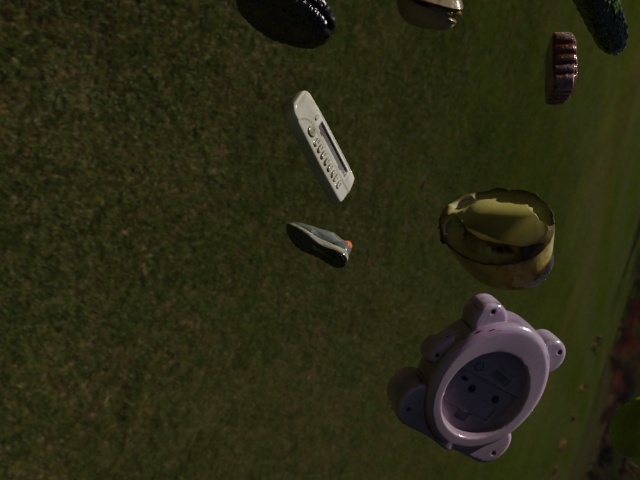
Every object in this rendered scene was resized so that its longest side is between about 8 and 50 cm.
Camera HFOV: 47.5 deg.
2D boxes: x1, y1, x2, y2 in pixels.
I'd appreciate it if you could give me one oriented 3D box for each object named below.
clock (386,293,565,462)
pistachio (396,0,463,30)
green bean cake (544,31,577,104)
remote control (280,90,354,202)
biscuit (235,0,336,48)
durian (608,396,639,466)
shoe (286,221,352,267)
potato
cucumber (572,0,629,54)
[{"bbox_3d":[0.333,0.288,1.525,0.322,0.296,0.113,-56,-160,11],"label":"clock"},{"bbox_3d":[0.234,-0.511,1.571,0.113,0.149,0.113,-54,157,-35],"label":"pistachio"},{"bbox_3d":[0.535,-0.382,1.619,0.135,0.056,0.135,39,52,-76],"label":"green bean cake"},{"bbox_3d":[-0.006,-0.185,1.452,0.230,0.049,0.090,60,37,-28],"label":"remote control"},{"bbox_3d":[-0.064,-0.421,1.350,0.053,0.195,0.194,-69,158,-10],"label":"biscuit"},{"bbox_3d":[0.870,0.497,1.767,0.205,0.339,0.255,8,120,-46],"label":"durian"},{"bbox_3d":[-0.001,-0.001,1.980,0.077,0.195,0.074,-51,167,-40],"label":"shoe"},{"bbox_3d":[0.427,0.016,1.691,0.243,0.286,0.242,-9,102,-49],"label":"potato"},{"bbox_3d":[0.433,-0.356,1.119,0.227,0.069,0.069,38,71,-46],"label":"cucumber"}]
